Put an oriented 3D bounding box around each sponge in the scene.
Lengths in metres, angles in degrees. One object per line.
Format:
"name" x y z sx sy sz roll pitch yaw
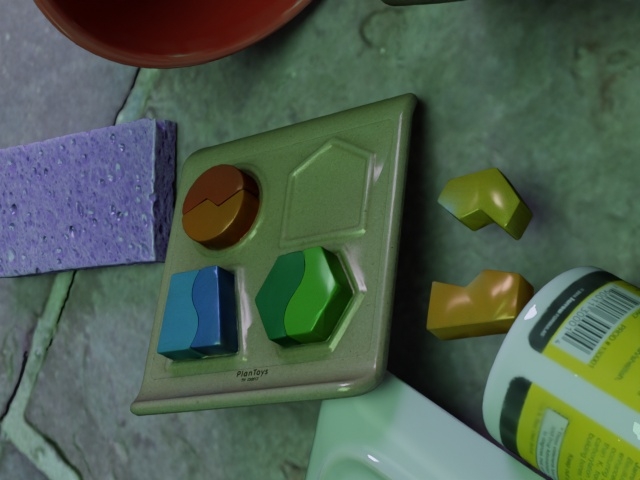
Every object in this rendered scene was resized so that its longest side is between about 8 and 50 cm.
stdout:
"sponge" -0.207 -0.032 1.004 0.210 0.031 0.117 -6 83 36

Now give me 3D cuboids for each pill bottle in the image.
"pill bottle" 0.202 0.109 0.626 0.208 0.119 0.119 32 106 35

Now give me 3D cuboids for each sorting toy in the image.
"sorting toy" 0.000 0.000 0.783 0.307 0.041 0.229 -11 56 36

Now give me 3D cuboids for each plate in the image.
"plate" 0.067 0.249 0.727 0.278 0.045 0.277 32 120 36

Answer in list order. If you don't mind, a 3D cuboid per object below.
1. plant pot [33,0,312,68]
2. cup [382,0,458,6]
"plant pot" -0.126 -0.300 0.839 0.275 0.275 0.243 -56 48 20
"cup" 0.160 -0.282 0.599 0.237 0.331 0.331 5 90 13
